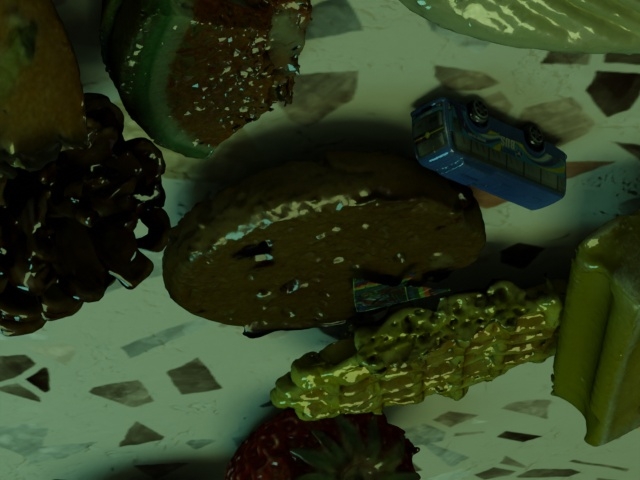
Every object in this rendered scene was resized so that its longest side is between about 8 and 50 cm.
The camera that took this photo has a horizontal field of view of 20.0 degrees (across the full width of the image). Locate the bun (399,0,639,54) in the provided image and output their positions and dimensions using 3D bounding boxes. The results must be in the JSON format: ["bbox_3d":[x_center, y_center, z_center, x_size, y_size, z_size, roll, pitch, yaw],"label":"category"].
[{"bbox_3d":[0.180,-0.267,1.036,0.352,0.227,0.349,-31,141,33],"label":"bun"}]

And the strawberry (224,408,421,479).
[{"bbox_3d":[-0.016,0.270,2.012,0.205,0.205,0.244,13,167,-28],"label":"strawberry"}]

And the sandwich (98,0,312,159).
[{"bbox_3d":[-0.090,-0.129,1.376,0.159,0.079,0.235,0,149,-10],"label":"sandwich"}]

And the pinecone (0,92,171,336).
[{"bbox_3d":[-0.241,-0.034,1.353,0.224,0.224,0.272,20,164,-36],"label":"pinecone"}]

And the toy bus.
[{"bbox_3d":[0.144,-0.073,1.530,0.153,0.061,0.051,19,148,-38],"label":"toy bus"}]

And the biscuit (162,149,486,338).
[{"bbox_3d":[-0.001,-0.001,1.611,0.296,0.075,0.296,-9,156,-4],"label":"biscuit"}]

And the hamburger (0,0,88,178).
[{"bbox_3d":[-0.366,-0.178,1.076,0.446,0.286,0.268,0,-171,-37],"label":"hamburger"}]

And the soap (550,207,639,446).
[{"bbox_3d":[0.327,0.063,1.700,0.199,0.091,0.315,-27,153,-15],"label":"soap"}]

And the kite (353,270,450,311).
[{"bbox_3d":[0.063,0.047,1.647,0.122,0.004,0.090,4,153,-36],"label":"kite"}]

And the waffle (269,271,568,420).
[{"bbox_3d":[0.113,0.110,1.785,0.312,0.060,0.307,-5,159,-35],"label":"waffle"}]
